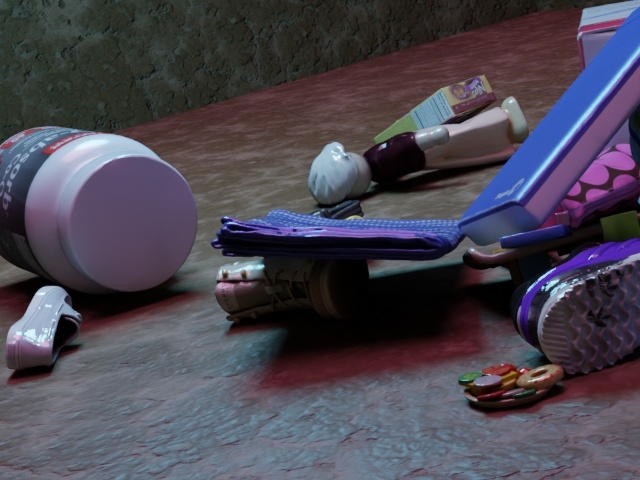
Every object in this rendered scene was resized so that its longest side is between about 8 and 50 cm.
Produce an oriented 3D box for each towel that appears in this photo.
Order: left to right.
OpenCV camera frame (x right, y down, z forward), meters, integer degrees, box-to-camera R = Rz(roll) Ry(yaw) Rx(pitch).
[{"bbox_3d":[0.032,-0.012,1.714,0.243,0.040,0.336,2,5,9],"label":"towel"}]

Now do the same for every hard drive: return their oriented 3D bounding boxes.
[{"bbox_3d":[0.279,-0.134,1.633,0.318,0.040,0.210,-50,5,-12],"label":"hard drive"}]

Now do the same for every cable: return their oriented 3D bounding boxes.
[{"bbox_3d":[0.000,0.000,2.057,0.139,0.072,0.287,-27,-1,5],"label":"cable"}]

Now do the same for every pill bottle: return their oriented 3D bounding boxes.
[{"bbox_3d":[-0.309,-0.041,2.079,0.210,0.210,0.363,-17,14,-26],"label":"pill bottle"}]

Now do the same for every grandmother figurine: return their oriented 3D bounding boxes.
[{"bbox_3d":[0.142,-0.130,2.375,0.342,0.104,0.208,-18,-14,-16],"label":"grandmother figurine"}]

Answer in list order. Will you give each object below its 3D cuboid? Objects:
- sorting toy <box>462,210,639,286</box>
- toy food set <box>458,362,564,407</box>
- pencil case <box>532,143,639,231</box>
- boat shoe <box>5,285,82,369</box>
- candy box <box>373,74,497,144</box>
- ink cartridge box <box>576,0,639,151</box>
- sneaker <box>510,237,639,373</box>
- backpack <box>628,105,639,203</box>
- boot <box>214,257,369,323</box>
[{"bbox_3d":[0.252,0.014,1.655,0.196,0.047,0.348,-12,-3,2],"label":"sorting toy"},{"bbox_3d":[0.163,0.124,1.365,0.083,0.020,0.083,-18,15,-29],"label":"toy food set"},{"bbox_3d":[0.321,-0.055,1.883,0.098,0.095,0.209,23,35,40],"label":"pencil case"},{"bbox_3d":[-0.307,0.099,1.805,0.063,0.066,0.184,4,12,5],"label":"boat shoe"},{"bbox_3d":[0.185,-0.196,2.546,0.109,0.053,0.187,-22,-7,-41],"label":"candy box"},{"bbox_3d":[0.420,-0.196,2.099,0.131,0.226,0.306,-7,14,14],"label":"ink cartridge box"},{"bbox_3d":[0.306,0.032,1.465,0.293,0.102,0.146,-15,12,-16],"label":"sneaker"},{"bbox_3d":[0.453,-0.102,1.664,0.290,0.273,0.355,-9,32,-4],"label":"backpack"},{"bbox_3d":[-0.037,0.053,1.733,0.165,0.077,0.213,-8,7,9],"label":"boot"}]
